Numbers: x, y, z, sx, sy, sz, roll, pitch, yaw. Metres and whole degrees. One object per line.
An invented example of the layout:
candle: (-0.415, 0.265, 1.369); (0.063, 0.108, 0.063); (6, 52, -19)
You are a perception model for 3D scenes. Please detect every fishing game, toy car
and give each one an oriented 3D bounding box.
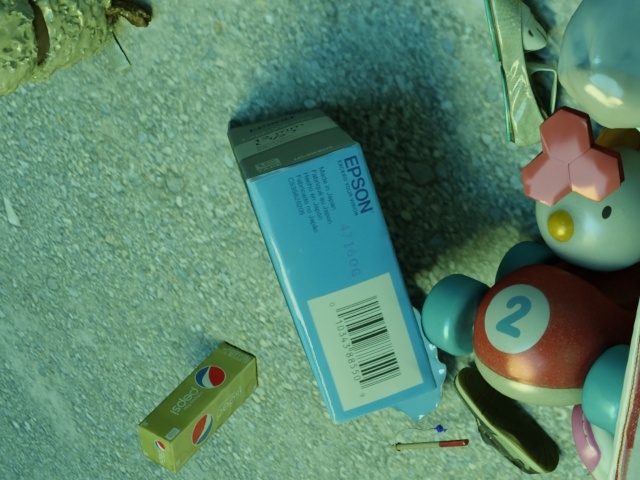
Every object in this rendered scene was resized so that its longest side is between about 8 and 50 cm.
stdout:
fishing game: (0.077, 0.124, 1.325); (0.189, 0.041, 0.264); (-20, 97, 53)
toy car: (0.227, 0.005, 0.988); (0.219, 0.210, 0.238); (24, 124, 42)

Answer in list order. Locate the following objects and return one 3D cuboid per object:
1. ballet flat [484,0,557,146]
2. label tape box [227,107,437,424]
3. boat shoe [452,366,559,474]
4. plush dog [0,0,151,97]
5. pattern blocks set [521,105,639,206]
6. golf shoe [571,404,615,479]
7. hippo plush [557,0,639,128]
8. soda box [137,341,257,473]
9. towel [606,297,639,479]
ballet flat: (0.179, -0.161, 1.002); (0.052, 0.057, 0.168); (-7, 124, 14)
label tape box: (0.000, 0.000, 1.174); (0.348, 0.115, 0.249); (-113, 3, -74)
boat shoe: (0.198, 0.208, 1.276); (0.152, 0.056, 0.049); (47, 136, 0)
plush dog: (-0.334, -0.236, 1.251); (0.210, 0.225, 0.262); (29, 137, 21)
pattern blocks set: (0.318, -0.117, 0.827); (0.285, 0.026, 0.325); (30, 115, 16)
golf shoe: (0.361, 0.199, 1.029); (0.306, 0.115, 0.140); (25, 137, -27)
hippo plush: (0.244, -0.156, 0.694); (0.234, 0.236, 0.294); (-37, 94, 11)
soda box: (-0.159, 0.218, 1.506); (0.058, 0.181, 0.061); (23, 135, 27)
towel: (0.397, 0.120, 0.860); (0.329, 0.037, 0.237); (4, 112, 2)
